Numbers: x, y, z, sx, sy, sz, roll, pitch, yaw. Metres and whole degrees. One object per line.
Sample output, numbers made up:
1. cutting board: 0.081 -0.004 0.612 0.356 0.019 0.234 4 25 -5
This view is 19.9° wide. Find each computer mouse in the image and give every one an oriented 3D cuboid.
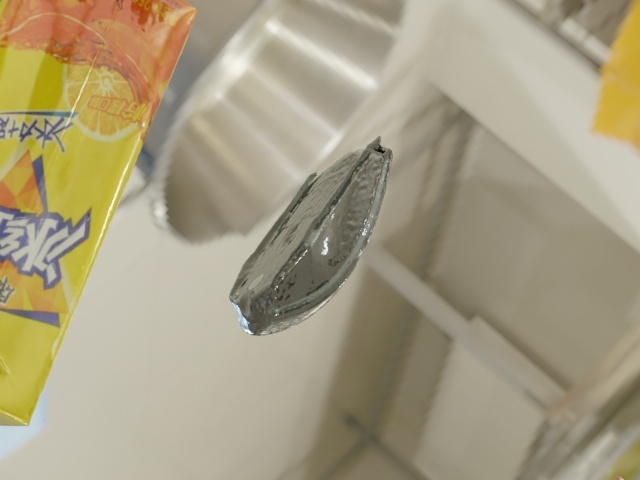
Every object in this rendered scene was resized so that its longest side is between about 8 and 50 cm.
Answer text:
1. computer mouse: 0.003 0.001 1.657 0.231 0.071 0.126 -56 -164 -28

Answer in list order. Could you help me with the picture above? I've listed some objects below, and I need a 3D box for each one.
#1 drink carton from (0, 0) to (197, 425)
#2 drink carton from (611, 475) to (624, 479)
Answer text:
1. drink carton: -0.235 -0.051 1.353 0.111 0.154 0.351 -6 -121 56
2. drink carton: 0.107 0.232 0.964 0.223 0.096 0.071 -45 -178 25
